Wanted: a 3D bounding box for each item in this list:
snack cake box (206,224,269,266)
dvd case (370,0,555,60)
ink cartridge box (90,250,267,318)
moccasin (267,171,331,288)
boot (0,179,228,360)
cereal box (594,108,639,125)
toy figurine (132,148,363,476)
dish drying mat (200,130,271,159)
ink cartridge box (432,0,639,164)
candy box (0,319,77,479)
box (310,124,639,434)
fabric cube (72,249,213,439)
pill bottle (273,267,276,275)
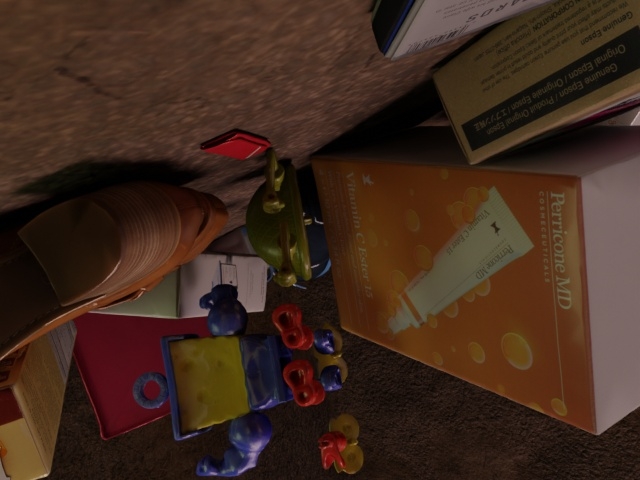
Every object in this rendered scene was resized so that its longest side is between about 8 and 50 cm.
[{"bbox_3d":[-0.075,0.000,1.356,0.264,0.089,0.152,-19,177,-38],"label":"snack cake box"},{"bbox_3d":[0.122,-0.145,0.252,0.179,0.029,0.239,-21,179,-6],"label":"dvd case"},{"bbox_3d":[-0.175,0.051,0.858,0.140,0.082,0.191,1,179,26],"label":"ink cartridge box"},{"bbox_3d":[-0.045,-0.019,0.971,0.117,0.137,0.342,-16,163,-18],"label":"moccasin"},{"bbox_3d":[-0.222,0.025,0.559,0.284,0.109,0.220,-29,180,13],"label":"boot"},{"bbox_3d":[0.400,-0.161,0.823,0.173,0.047,0.240,-20,146,-33],"label":"cereal box"},{"bbox_3d":[-0.100,0.110,0.684,0.217,0.362,0.191,-13,173,10],"label":"toy figurine"},{"bbox_3d":[-0.065,-0.074,0.539,0.032,0.008,0.083,-20,179,13],"label":"dish drying mat"},{"bbox_3d":[0.237,-0.149,0.514,0.235,0.088,0.193,-21,177,-27],"label":"ink cartridge box"},{"bbox_3d":[-0.334,0.129,0.619,0.183,0.087,0.316,-16,-163,-12],"label":"candy box"},{"bbox_3d":[0.167,0.006,0.675,0.168,0.214,0.345,-20,-162,-31],"label":"box"},{"bbox_3d":[-0.279,0.160,1.177,0.259,0.254,0.258,-20,178,-9],"label":"fabric cube"},{"bbox_3d":[0.000,0.000,1.573,0.246,0.130,0.130,-22,178,11],"label":"pill bottle"}]
